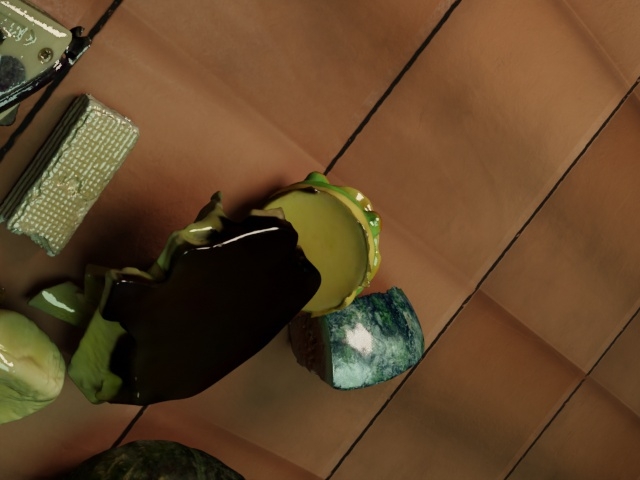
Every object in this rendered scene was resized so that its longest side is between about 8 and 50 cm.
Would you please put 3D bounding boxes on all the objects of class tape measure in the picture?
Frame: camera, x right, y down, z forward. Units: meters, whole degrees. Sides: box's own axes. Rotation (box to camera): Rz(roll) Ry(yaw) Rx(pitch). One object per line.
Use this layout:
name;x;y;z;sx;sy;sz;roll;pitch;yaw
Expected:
tape measure;-0.463;-0.230;1.449;0.271;0.133;0.231;26;99;-44

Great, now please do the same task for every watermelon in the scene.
watermelon;0.062;0.153;2.017;0.318;0.226;0.148;-29;113;-63

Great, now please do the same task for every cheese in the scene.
cheese;-0.500;0.198;1.650;0.214;0.117;0.226;-22;139;16

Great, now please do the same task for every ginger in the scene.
ginger;-0.229;0.058;1.707;0.413;0.211;0.358;-31;146;-12

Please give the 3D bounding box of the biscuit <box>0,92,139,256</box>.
biscuit;-0.367;-0.093;1.638;0.108;0.062;0.238;32;96;-42

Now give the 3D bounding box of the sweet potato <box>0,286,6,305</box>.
sweet potato;-0.546;0.079;1.623;0.182;0.053;0.054;21;142;-38

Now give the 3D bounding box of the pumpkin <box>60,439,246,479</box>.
pumpkin;-0.294;0.555;1.875;0.455;0.344;0.454;-2;95;-24

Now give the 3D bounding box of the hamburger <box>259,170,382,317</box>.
hamburger;0.000;0.000;1.860;0.149;0.237;0.237;-42;151;-69
